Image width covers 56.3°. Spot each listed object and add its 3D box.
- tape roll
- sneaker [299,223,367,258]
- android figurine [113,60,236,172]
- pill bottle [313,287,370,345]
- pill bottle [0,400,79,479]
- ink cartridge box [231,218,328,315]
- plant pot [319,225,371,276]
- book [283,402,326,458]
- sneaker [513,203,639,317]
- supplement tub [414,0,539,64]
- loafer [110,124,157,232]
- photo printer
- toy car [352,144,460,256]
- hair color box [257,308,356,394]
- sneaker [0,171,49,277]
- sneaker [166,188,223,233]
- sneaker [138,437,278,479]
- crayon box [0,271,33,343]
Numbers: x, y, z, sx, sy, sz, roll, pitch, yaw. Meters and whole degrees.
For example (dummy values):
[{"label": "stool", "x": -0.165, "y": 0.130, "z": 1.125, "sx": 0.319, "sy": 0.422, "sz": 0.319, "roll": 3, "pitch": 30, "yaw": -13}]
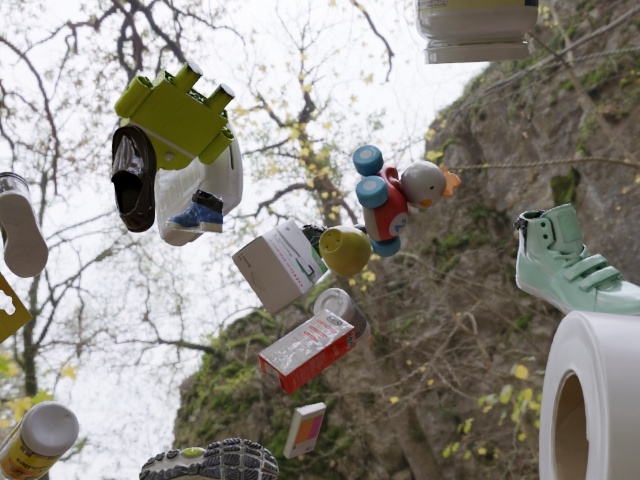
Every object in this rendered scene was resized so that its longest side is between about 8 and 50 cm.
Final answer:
[{"label": "tape roll", "x": 0.314, "y": 0.221, "z": 0.640, "sx": 0.100, "sy": 0.286, "sz": 0.286, "roll": 6, "pitch": -24, "yaw": 9}, {"label": "sneaker", "x": 0.000, "y": 0.000, "z": 1.635, "sx": 0.267, "sy": 0.106, "sz": 0.101, "roll": -22, "pitch": 7, "yaw": -4}, {"label": "android figurine", "x": -0.311, "y": -0.245, "z": 1.263, "sx": 0.273, "sy": 0.056, "sz": 0.248, "roll": -40, "pitch": -48, "yaw": 22}, {"label": "pill bottle", "x": 0.048, "y": 0.159, "z": 1.203, "sx": 0.078, "sy": 0.078, "sz": 0.137, "roll": -23, "pitch": -39, "yaw": 13}, {"label": "pill bottle", "x": -0.616, "y": 0.443, "z": 1.292, "sx": 0.117, "sy": 0.117, "sz": 0.215, "roll": 9, "pitch": -42, "yaw": -42}, {"label": "ink cartridge box", "x": -0.085, "y": 0.054, "z": 1.344, "sx": 0.092, "sy": 0.160, "sz": 0.219, "roll": -35, "pitch": 1, "yaw": 18}, {"label": "plant pot", "x": 0.049, "y": 0.016, "z": 1.521, "sx": 0.134, "sy": 0.134, "sz": 0.095, "roll": -26, "pitch": -30, "yaw": 18}, {"label": "book", "x": -0.040, "y": 0.514, "z": 1.615, "sx": 0.096, "sy": 0.035, "sz": 0.144, "roll": 0, "pitch": -67, "yaw": -43}, {"label": "sneaker", "x": 0.385, "y": 0.029, "z": 0.890, "sx": 0.094, "sy": 0.151, "sz": 0.256, "roll": -19, "pitch": 21, "yaw": -22}, {"label": "supplement tub", "x": 0.297, "y": -0.509, "z": 1.143, "sx": 0.235, "sy": 0.325, "sz": 0.235, "roll": -3, "pitch": 16, "yaw": 1}, {"label": "loafer", "x": -0.354, "y": -0.127, "z": 1.129, "sx": 0.080, "sy": 0.220, "sz": 0.078, "roll": -13, "pitch": -16, "yaw": 0}, {"label": "photo printer", "x": -0.301, "y": -0.158, "z": 1.481, "sx": 0.107, "sy": 0.256, "sz": 0.307, "roll": 7, "pitch": -29, "yaw": -40}, {"label": "toy car", "x": 0.215, "y": -0.109, "z": 1.415, "sx": 0.237, "sy": 0.210, "sz": 0.219, "roll": -11, "pitch": -42, "yaw": 11}, {"label": "hair color box", "x": -0.019, "y": 0.169, "z": 0.924, "sx": 0.141, "sy": 0.072, "sz": 0.043, "roll": -30, "pitch": -50, "yaw": -30}, {"label": "sneaker", "x": -0.753, "y": -0.045, "z": 1.498, "sx": 0.104, "sy": 0.147, "sz": 0.296, "roll": -12, "pitch": -43, "yaw": -24}, {"label": "sneaker", "x": -0.253, "y": -0.060, "z": 1.215, "sx": 0.152, "sy": 0.085, "sz": 0.058, "roll": 3, "pitch": -4, "yaw": 41}, {"label": "sneaker", "x": -0.215, "y": 0.474, "z": 1.188, "sx": 0.278, "sy": 0.107, "sz": 0.119, "roll": -5, "pitch": -61, "yaw": 6}, {"label": "crayon box", "x": -0.733, "y": 0.186, "z": 1.134, "sx": 0.318, "sy": 0.081, "sz": 0.202, "roll": -43, "pitch": -23, "yaw": -30}]
